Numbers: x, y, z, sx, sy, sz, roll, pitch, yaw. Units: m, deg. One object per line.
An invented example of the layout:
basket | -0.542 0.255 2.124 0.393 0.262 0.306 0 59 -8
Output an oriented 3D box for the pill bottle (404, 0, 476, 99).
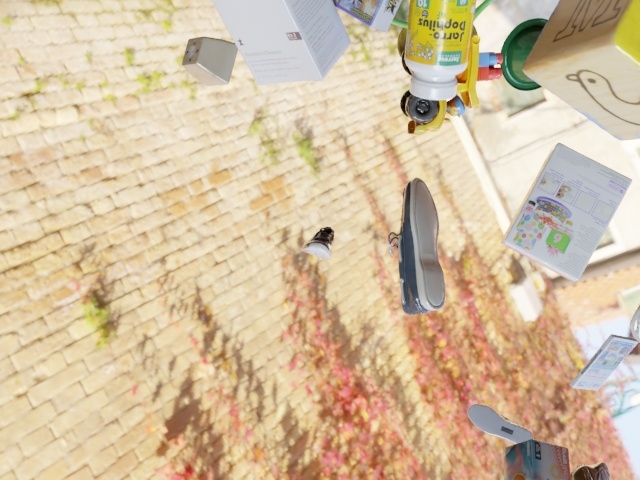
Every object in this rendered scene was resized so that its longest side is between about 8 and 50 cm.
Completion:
pill bottle | 0.214 -0.367 1.354 0.118 0.208 0.117 2 -151 -1

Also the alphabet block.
alphabet block | 0.408 -0.253 0.922 0.193 0.192 0.197 -62 -167 -4

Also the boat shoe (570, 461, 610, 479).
boat shoe | 0.520 0.469 1.472 0.049 0.056 0.152 -26 156 38

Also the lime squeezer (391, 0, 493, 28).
lime squeezer | 0.301 -0.542 1.833 0.310 0.110 0.059 -9 174 20

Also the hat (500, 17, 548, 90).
hat | 0.533 -0.420 1.753 0.173 0.208 0.183 -35 -148 5

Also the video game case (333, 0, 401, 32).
video game case | 0.104 -0.636 1.696 0.061 0.269 0.244 7 118 -46

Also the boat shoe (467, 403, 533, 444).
boat shoe | 0.361 0.376 1.519 0.049 0.142 0.040 -61 175 -7

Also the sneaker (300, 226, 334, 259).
sneaker | 0.000 0.000 1.479 0.158 0.061 0.065 116 -6 -89

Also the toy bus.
toy bus | 0.277 -0.332 1.572 0.211 0.220 0.149 1 -166 -3

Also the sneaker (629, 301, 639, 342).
sneaker | 0.735 0.066 1.356 0.366 0.135 0.150 -31 -173 38

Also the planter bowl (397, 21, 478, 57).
planter bowl | 0.323 -0.519 2.059 0.217 0.217 0.090 -27 154 -2

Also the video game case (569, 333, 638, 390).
video game case | 0.512 0.221 1.352 0.087 0.011 0.122 14 117 -39

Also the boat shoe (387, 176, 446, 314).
boat shoe | 0.175 0.011 1.387 0.079 0.254 0.095 -18 164 41

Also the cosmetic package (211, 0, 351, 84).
cosmetic package | -0.115 -0.549 1.670 0.217 0.385 0.156 5 -129 39

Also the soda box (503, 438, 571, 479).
soda box | 0.264 0.340 0.905 0.063 0.183 0.058 18 147 -19

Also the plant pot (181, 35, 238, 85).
plant pot | -0.287 -0.463 1.906 0.096 0.109 0.109 18 174 -43

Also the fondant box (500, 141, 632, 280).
fondant box | 0.708 -0.082 2.171 0.330 0.238 0.096 -61 175 -1
